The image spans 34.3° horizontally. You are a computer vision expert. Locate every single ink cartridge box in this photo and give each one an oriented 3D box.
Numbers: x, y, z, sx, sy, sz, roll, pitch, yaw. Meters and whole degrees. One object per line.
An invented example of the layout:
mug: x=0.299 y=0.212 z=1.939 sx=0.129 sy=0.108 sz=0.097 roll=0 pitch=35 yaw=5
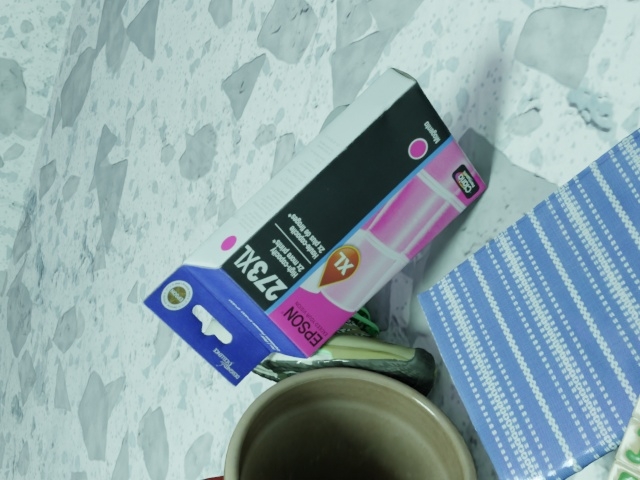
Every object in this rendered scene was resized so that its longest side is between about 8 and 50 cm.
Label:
ink cartridge box: x=0.000 y=0.000 z=1.135 sx=0.371 sy=0.176 sz=0.069 roll=-42 pitch=36 yaw=-2

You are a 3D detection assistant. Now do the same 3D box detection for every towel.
towel: x=0.260 y=0.050 z=0.918 sx=0.336 sy=0.040 sz=0.243 roll=-38 pitch=50 yaw=21

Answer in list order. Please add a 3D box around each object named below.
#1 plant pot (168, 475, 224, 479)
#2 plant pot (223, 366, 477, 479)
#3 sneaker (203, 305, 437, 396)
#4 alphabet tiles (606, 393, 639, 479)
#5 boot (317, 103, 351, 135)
plant pot: x=-0.148 y=0.410 z=1.393 sx=0.191 sy=0.174 sz=0.191 roll=-24 pitch=61 yaw=54
plant pot: x=0.020 y=0.309 z=1.121 sx=0.229 sy=0.263 sz=0.263 roll=100 pitch=156 yaw=-44
sneaker: x=-0.001 y=0.093 z=1.307 sx=0.410 sy=0.158 sz=0.182 roll=6 pitch=69 yaw=52
alphabet tiles: x=0.337 y=0.203 z=0.784 sx=0.237 sy=0.009 sz=0.198 roll=25 pitch=102 yaw=34
boot: x=0.026 y=-0.035 z=1.299 sx=0.258 sy=0.123 sz=0.095 roll=-61 pitch=31 yaw=15
